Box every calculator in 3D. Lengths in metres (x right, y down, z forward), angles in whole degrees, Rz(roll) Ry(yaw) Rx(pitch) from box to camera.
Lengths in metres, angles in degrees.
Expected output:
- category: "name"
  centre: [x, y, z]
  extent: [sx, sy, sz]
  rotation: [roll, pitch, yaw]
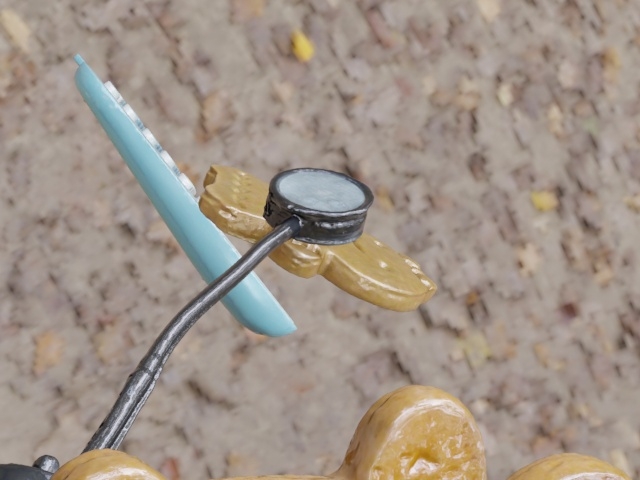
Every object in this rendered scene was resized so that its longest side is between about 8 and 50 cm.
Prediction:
- category: "calculator"
  centre: [-0.160, -0.048, 1.808]
  extent: [0.054, 0.256, 0.386]
  rotation: [-35, 91, -3]

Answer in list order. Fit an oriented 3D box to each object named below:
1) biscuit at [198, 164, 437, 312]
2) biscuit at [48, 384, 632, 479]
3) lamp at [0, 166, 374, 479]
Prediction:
- category: "biscuit"
  centre: [-0.002, -0.001, 1.139]
  extent: [0.184, 0.027, 0.133]
  rotation: [30, 15, 2]
- category: "biscuit"
  centre: [0.016, 0.131, 0.596]
  extent: [0.250, 0.036, 0.165]
  rotation: [-7, 110, -24]
- category: "lamp"
  centre: [-0.079, 0.076, 0.927]
  extent: [0.130, 0.109, 0.371]
  rotation: [14, 32, 12]
